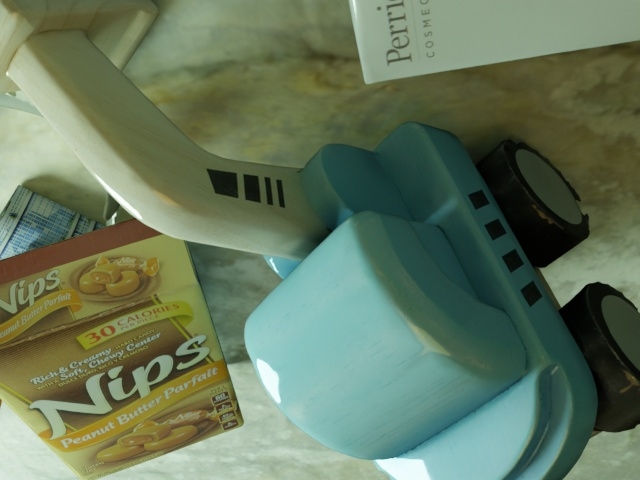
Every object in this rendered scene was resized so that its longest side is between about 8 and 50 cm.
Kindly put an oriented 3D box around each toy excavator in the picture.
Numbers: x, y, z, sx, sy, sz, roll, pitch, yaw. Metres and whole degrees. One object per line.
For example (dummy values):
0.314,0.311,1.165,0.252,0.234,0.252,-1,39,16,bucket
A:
0.000,0.000,0.561,0.445,0.433,0.222,7,141,-45,toy excavator

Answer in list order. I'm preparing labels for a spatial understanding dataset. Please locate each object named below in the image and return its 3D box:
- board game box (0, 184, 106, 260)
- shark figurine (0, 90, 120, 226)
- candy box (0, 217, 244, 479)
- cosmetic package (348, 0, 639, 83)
-0.293,0.044,0.744,0.194,0.060,0.194,27,128,-23,board game box
-0.274,-0.108,0.597,0.278,0.166,0.116,17,160,-37,shark figurine
-0.186,0.115,0.710,0.183,0.087,0.316,-18,148,-10,candy box
0.191,-0.237,0.404,0.385,0.156,0.217,-10,134,9,cosmetic package
